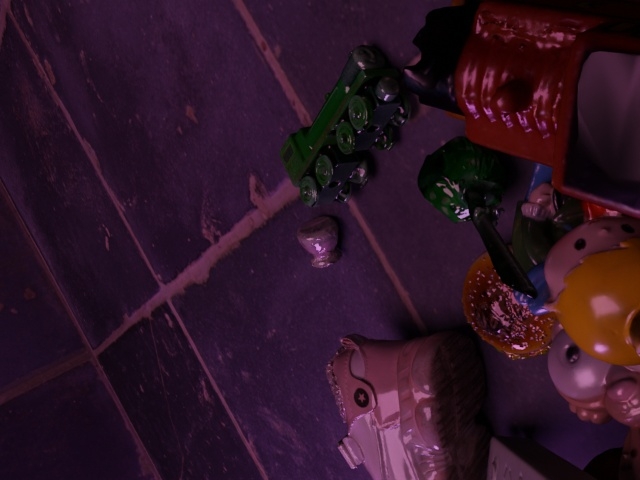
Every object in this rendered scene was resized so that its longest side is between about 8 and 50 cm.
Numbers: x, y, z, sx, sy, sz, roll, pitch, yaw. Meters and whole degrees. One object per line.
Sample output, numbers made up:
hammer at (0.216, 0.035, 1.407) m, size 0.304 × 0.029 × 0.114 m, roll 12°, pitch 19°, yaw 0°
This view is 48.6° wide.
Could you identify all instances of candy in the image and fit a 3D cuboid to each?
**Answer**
candy at (0.159, -0.020, 0.684) m, size 0.323 × 0.096 × 0.097 m, roll -90°, pitch -9°, yaw -66°

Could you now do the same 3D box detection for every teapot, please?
teapot at (0.000, 0.000, 1.077) m, size 0.083 × 0.064 × 0.064 m, roll -115°, pitch 5°, yaw -65°

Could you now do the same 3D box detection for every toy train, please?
toy train at (0.229, -0.124, 0.539) m, size 0.369 × 0.231 × 0.163 m, roll 26°, pitch 129°, yaw 40°
toy train at (0.027, -0.142, 0.927) m, size 0.251 × 0.085 × 0.119 m, roll -53°, pitch 54°, yaw 49°

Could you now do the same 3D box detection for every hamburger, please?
hamburger at (0.221, 0.071, 0.808) m, size 0.126 × 0.081 × 0.141 m, roll 41°, pitch 139°, yaw 28°

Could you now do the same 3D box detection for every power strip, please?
power strip at (0.238, 0.281, 0.774) m, size 0.385 × 0.062 × 0.091 m, roll 71°, pitch -155°, yaw -82°

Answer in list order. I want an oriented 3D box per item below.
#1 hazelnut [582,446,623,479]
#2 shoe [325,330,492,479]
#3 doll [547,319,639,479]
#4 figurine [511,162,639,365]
hazelnut at (0.349, 0.302, 0.724) m, size 0.204 × 0.178 × 0.178 m, roll -14°, pitch 101°, yaw 52°
shoe at (0.126, 0.283, 0.991) m, size 0.198 × 0.171 × 0.351 m, roll 5°, pitch 105°, yaw 40°
doll at (0.316, 0.168, 0.652) m, size 0.154 × 0.119 × 0.278 m, roll -47°, pitch 42°, yaw 31°
figurine at (0.249, 0.003, 0.618) m, size 0.127 × 0.234 × 0.185 m, roll 9°, pitch 101°, yaw 1°
